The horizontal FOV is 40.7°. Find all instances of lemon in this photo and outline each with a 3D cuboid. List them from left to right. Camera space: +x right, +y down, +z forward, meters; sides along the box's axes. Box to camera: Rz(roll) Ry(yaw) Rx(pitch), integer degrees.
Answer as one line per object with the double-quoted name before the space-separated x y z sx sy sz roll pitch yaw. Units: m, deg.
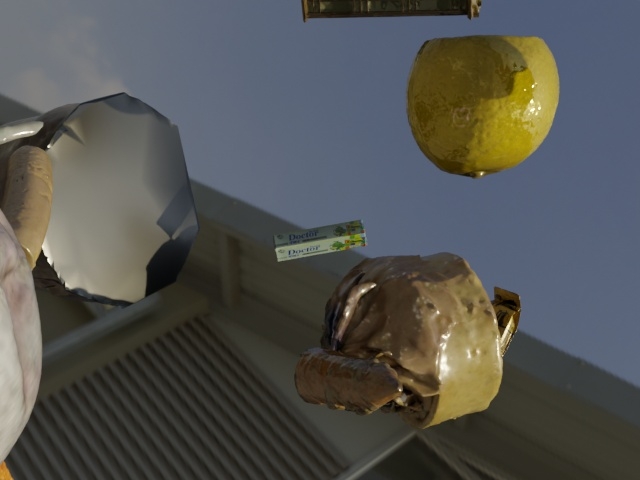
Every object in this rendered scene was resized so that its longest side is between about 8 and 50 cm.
"lemon" 0.250 -0.206 1.348 0.240 0.240 0.219 9 -80 54

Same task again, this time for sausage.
"sausage" -0.365 -0.044 1.061 0.301 0.066 0.066 -113 -167 -58

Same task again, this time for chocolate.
"chocolate" -0.469 -0.066 1.571 0.331 0.384 0.383 2 -64 39

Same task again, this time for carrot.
"carrot" 0.051 0.216 1.328 0.263 0.102 0.102 -10 -75 61

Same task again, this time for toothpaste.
"toothpaste" 0.000 0.000 1.525 0.046 0.164 0.034 82 -3 -55

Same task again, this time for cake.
"cake" 0.129 0.195 1.591 0.332 0.321 0.332 171 -90 -72

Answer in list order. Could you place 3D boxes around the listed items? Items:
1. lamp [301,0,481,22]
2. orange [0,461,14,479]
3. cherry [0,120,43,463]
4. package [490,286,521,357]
"lamp" 0.128 -0.454 1.575 0.325 0.089 0.090 3 -60 12
"orange" -0.401 0.287 0.886 0.193 0.161 0.193 162 -90 -84
"cherry" -0.353 0.091 0.636 0.326 0.291 0.335 3 -74 31
"package" 0.365 0.167 1.772 0.071 0.131 0.047 16 -13 45
